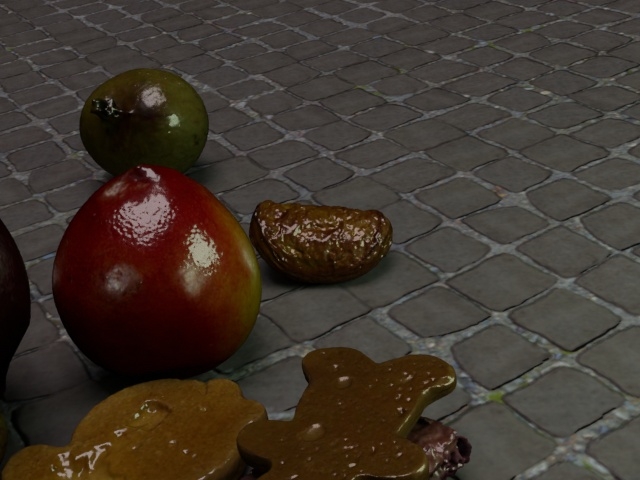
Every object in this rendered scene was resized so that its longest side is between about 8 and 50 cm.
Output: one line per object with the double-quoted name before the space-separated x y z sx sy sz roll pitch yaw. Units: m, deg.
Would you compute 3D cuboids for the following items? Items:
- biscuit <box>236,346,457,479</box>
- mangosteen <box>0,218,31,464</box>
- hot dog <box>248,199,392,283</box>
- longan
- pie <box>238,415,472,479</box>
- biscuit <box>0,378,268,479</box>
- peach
"biscuit" 0.011 0.143 0.663 0.138 0.031 0.205 3 29 21
"mangosteen" -0.356 0.074 0.739 0.293 0.297 0.297 37 32 -9
"hot dog" 0.000 -0.003 0.992 0.147 0.065 0.099 5 29 -2
"longan" -0.220 -0.142 1.187 0.155 0.176 0.145 -37 71 14
"pie" 0.037 0.195 0.645 0.204 0.054 0.219 -23 33 -27
"biscuit" -0.148 0.183 0.723 0.184 0.035 0.249 12 36 29
"peach" -0.144 0.026 0.841 0.198 0.197 0.197 -5 29 3
